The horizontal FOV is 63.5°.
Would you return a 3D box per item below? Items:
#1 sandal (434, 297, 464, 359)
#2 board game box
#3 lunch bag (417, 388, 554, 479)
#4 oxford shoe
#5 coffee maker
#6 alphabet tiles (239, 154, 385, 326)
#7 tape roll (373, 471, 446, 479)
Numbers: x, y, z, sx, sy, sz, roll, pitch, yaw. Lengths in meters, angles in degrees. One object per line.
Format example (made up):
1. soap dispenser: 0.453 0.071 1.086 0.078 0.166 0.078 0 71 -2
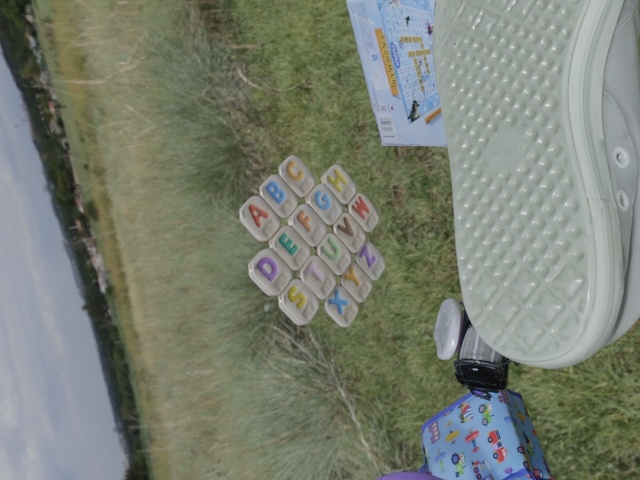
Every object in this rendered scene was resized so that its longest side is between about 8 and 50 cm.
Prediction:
1. sandal: 0.405 0.254 1.533 0.416 0.102 0.170 -2 -77 -81
2. board game box: 0.211 -0.309 0.854 0.317 0.066 0.319 11 132 40
3. lunch bag: 0.346 0.494 1.200 0.293 0.138 0.221 -37 36 27
4. oxford shoe: 0.192 -0.125 0.432 0.169 0.130 0.450 -10 77 54
5. coffee maker: 0.339 0.212 1.081 0.171 0.120 0.178 94 -166 -56
6. alphabet tiles: 0.000 0.000 0.889 0.278 0.284 0.021 49 145 -17
7. tape roll: 0.184 0.590 0.992 0.090 0.274 0.275 -44 -53 -70
